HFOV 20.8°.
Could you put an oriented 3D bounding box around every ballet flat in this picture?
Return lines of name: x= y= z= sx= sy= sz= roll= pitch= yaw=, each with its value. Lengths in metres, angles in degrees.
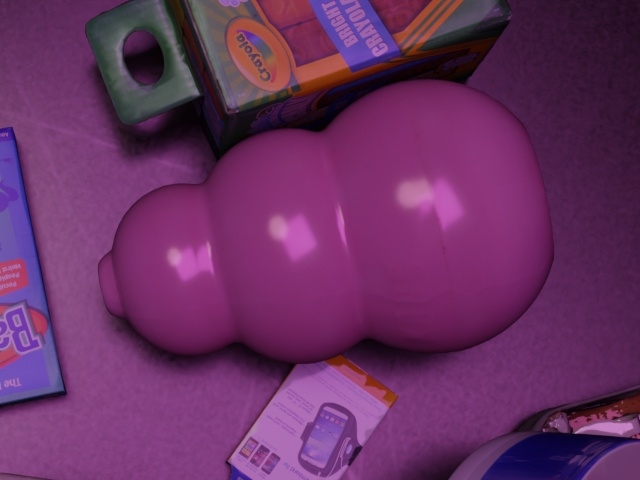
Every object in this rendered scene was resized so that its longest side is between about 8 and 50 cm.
ballet flat: x=0.257 y=0.145 z=1.365 sx=0.213 sy=0.068 sz=0.072 roll=-15 pitch=83 yaw=-9

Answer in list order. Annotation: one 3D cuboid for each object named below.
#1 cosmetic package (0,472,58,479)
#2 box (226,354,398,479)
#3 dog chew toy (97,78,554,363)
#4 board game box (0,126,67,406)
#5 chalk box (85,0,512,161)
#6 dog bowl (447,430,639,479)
cosmetic package: x=-0.077 y=0.242 z=1.250 sx=0.310 sy=0.160 sz=0.113 roll=8 pitch=79 yaw=1
box: x=-0.011 y=0.153 z=1.356 sx=0.081 sy=0.028 sz=0.136 roll=36 pitch=81 yaw=1
dog chew toy: x=0.000 y=0.000 z=1.301 sx=0.332 sy=0.206 sz=0.206 roll=-13 pitch=82 yaw=-1
board game box: x=-0.293 y=0.031 z=1.334 sx=0.160 sy=0.047 sz=0.210 roll=-12 pitch=83 yaw=-8
chalk box: x=-0.031 y=-0.179 z=1.330 sx=0.289 sy=0.179 sz=0.180 roll=-21 pitch=83 yaw=-9
dog bowl: x=0.178 y=0.266 z=1.210 sx=0.265 sy=0.104 sz=0.264 roll=4 pitch=84 yaw=-50
